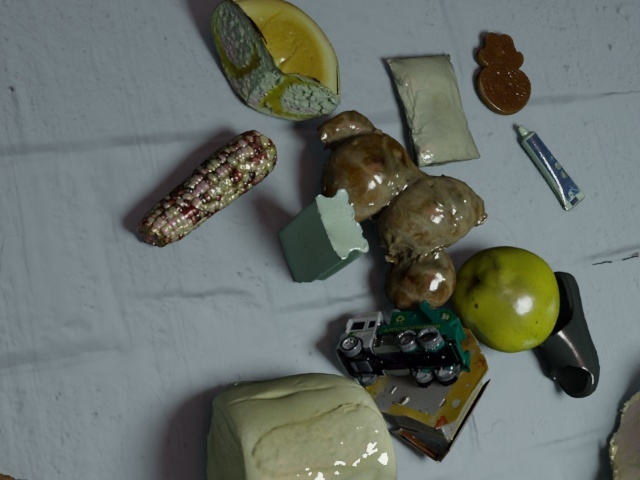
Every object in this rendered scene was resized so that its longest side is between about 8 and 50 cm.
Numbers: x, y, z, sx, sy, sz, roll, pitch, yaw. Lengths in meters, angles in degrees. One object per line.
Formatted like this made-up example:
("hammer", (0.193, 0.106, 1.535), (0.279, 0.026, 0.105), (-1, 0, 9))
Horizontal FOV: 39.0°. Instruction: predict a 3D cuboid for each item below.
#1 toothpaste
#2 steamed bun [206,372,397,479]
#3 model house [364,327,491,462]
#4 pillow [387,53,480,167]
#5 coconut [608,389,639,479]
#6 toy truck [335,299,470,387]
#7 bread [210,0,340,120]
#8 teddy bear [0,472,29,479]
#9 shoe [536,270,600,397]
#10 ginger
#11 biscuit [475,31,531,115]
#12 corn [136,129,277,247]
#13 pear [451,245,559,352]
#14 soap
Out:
("toothpaste", (0.455, -0.150, 1.806), (0.057, 0.035, 0.197), (-38, 94, -19))
("steamed bun", (-0.041, 0.315, 1.397), (0.290, 0.273, 0.272), (-12, 64, -27))
("model house", (0.208, 0.263, 1.562), (0.219, 0.207, 0.136), (-53, 131, -31))
("pillow", (0.218, -0.254, 1.740), (0.148, 0.050, 0.230), (-7, 78, -29))
("coconut", (0.726, 0.425, 1.558), (0.404, 0.404, 0.405), (5, 73, -19))
("toy truck", (0.142, 0.168, 1.509), (0.110, 0.215, 0.116), (62, 33, -35))
("bread", (-0.066, -0.323, 1.606), (0.156, 0.158, 0.261), (-31, 87, -35))
("teddy bear", (-0.507, 0.350, 1.207), (0.296, 0.222, 0.246), (30, 65, -11))
("shoe", (0.434, 0.174, 1.669), (0.093, 0.108, 0.241), (3, 67, -23))
("ginger", (0.127, -0.066, 1.587), (0.256, 0.176, 0.375), (-43, 93, -15))
("biscuit", (0.367, -0.335, 1.829), (0.124, 0.026, 0.175), (3, 75, -21))
("corn", (-0.184, -0.085, 1.519), (0.092, 0.092, 0.280), (48, 67, -2))
("pear", (0.333, 0.103, 1.605), (0.198, 0.198, 0.198), (5, 73, -19))
("soap", (0.000, 0.000, 1.505), (0.063, 0.198, 0.115), (-17, 80, -25))
